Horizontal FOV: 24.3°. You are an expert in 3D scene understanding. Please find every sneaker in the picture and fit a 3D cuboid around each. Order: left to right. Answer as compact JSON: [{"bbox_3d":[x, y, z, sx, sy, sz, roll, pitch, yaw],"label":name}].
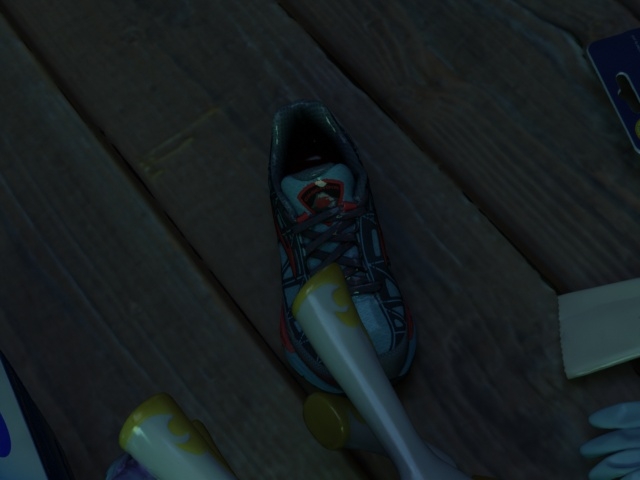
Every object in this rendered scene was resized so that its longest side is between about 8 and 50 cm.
[{"bbox_3d":[0.000,0.000,1.140,0.104,0.125,0.261,-17,52,0],"label":"sneaker"}]

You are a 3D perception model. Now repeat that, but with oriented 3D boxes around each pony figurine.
[{"bbox_3d":[0.048,0.215,0.887,0.363,0.302,0.351,39,42,15],"label":"pony figurine"}]

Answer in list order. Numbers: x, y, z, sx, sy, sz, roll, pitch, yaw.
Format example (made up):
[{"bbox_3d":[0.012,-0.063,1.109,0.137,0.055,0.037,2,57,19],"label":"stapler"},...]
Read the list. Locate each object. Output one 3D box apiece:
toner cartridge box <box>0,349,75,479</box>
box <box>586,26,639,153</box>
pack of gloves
[{"bbox_3d":[-0.170,0.246,0.971,0.075,0.165,0.348,-25,54,-8],"label":"toner cartridge box"},{"bbox_3d":[0.346,-0.138,1.225,0.225,0.036,0.136,-15,52,-2],"label":"box"},{"bbox_3d":[0.291,0.092,1.050,0.232,0.046,0.195,-17,40,19],"label":"pack of gloves"}]
